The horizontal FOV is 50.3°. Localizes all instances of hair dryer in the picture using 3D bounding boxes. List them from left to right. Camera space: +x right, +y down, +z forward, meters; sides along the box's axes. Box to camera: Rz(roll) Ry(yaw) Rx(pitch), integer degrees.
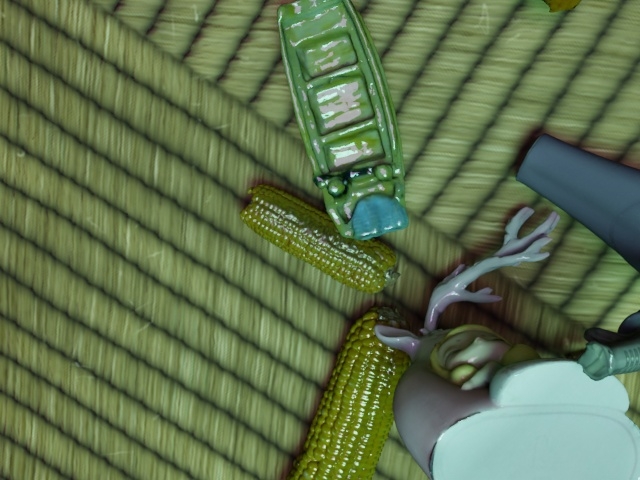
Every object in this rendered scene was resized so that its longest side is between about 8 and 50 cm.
[{"bbox_3d":[0.292,0.020,0.634,0.301,0.361,0.121,33,124,19],"label":"hair dryer"}]

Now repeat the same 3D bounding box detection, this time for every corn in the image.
[{"bbox_3d":[0.000,0.000,0.806,0.207,0.068,0.068,28,100,-2],"label":"corn"},{"bbox_3d":[0.037,0.227,0.823,0.102,0.102,0.313,23,98,0],"label":"corn"}]

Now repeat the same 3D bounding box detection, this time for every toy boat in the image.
[{"bbox_3d":[0.030,-0.140,0.778,0.111,0.084,0.276,-16,94,9],"label":"toy boat"}]

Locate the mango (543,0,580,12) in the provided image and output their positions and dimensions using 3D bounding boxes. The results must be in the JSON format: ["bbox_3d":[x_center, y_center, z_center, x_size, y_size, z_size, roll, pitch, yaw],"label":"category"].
[{"bbox_3d":[0.245,-0.306,0.737,0.063,0.077,0.127,-35,80,32],"label":"mango"}]

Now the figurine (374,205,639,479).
[{"bbox_3d":[0.200,0.130,0.694,0.284,0.315,0.206,-26,107,-4],"label":"figurine"}]
